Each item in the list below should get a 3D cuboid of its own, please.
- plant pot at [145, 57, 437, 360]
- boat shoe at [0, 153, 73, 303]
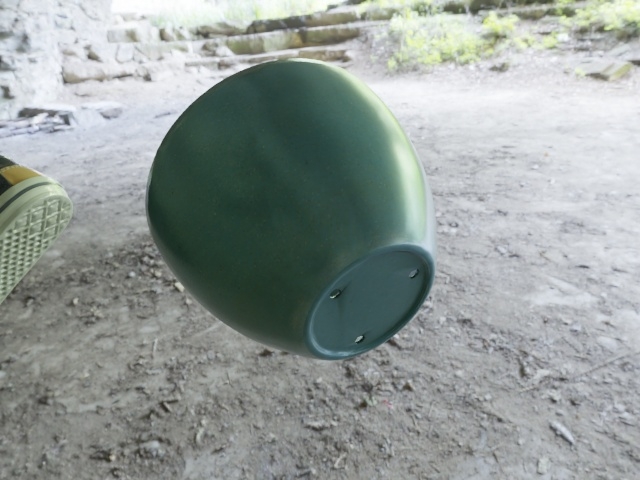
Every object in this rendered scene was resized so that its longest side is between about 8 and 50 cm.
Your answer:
[{"bbox_3d":[0.000,0.000,0.481,0.290,0.290,0.195,-17,44,-22],"label":"plant pot"},{"bbox_3d":[-0.583,0.074,0.691,0.500,0.156,0.187,-50,-5,-8],"label":"boat shoe"}]
